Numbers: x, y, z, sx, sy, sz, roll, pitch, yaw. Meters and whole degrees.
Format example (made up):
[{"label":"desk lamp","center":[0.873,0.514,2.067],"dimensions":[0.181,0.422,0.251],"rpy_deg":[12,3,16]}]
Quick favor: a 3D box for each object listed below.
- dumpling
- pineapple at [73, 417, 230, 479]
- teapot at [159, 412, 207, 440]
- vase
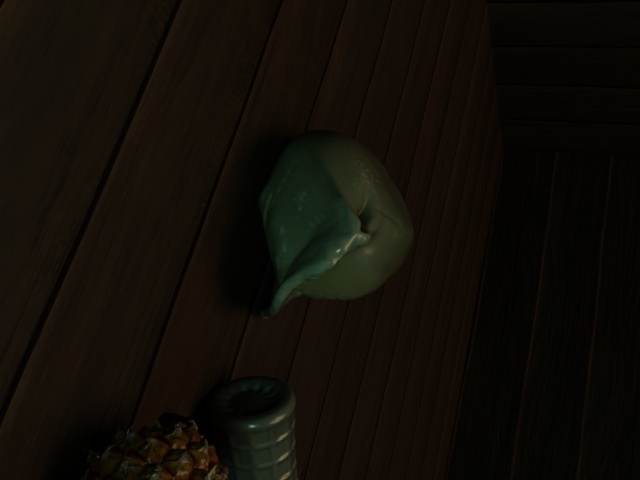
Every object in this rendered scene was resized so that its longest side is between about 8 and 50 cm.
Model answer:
[{"label":"dumpling","center":[0.022,-0.012,1.141],"dimensions":[0.321,0.212,0.269],"rpy_deg":[2,96,-60]},{"label":"pineapple","center":[-0.147,0.227,0.812],"dimensions":[0.136,0.162,0.176],"rpy_deg":[-80,165,-48]},{"label":"teapot","center":[-0.154,0.228,0.948],"dimensions":[0.100,0.045,0.067],"rpy_deg":[-17,113,-68]},{"label":"vase","center":[-0.072,0.326,1.085],"dimensions":[0.143,0.143,0.298],"rpy_deg":[-47,137,-60]}]
